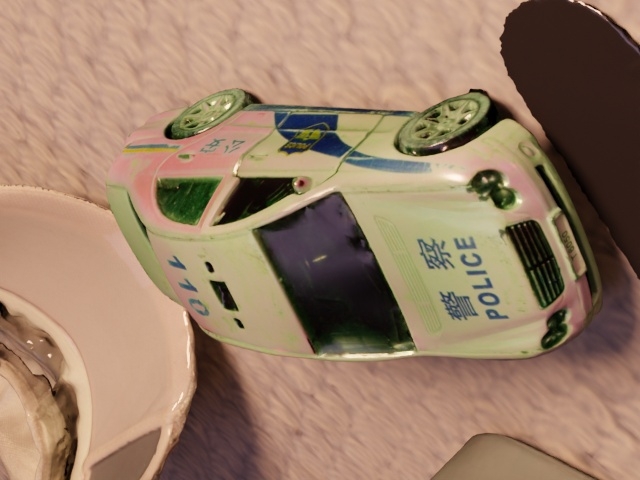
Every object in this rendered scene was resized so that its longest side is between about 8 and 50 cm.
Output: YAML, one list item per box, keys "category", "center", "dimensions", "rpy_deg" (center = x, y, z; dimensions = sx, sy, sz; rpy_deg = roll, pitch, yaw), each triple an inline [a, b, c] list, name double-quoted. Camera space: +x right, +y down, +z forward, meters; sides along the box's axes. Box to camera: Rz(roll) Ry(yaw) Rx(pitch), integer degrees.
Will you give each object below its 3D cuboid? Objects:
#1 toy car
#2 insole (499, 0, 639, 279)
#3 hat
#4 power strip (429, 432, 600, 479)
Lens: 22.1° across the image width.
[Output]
- category: "toy car"
  center: [0.000, 0.000, 0.607]
  dimensions: [0.224, 0.076, 0.090]
  rpy_deg: [7, 130, 50]
- category: "insole"
  center: [0.132, 0.017, 0.525]
  dimensions: [0.232, 0.003, 0.080]
  rpy_deg: [52, 151, -8]
- category: "hat"
  center: [-0.154, 0.049, 0.881]
  dimensions: [0.226, 0.164, 0.219]
  rpy_deg: [-39, 93, 22]
- category: "power strip"
  center: [0.085, 0.188, 0.740]
  dimensions: [0.194, 0.059, 0.265]
  rpy_deg: [26, 145, 34]
